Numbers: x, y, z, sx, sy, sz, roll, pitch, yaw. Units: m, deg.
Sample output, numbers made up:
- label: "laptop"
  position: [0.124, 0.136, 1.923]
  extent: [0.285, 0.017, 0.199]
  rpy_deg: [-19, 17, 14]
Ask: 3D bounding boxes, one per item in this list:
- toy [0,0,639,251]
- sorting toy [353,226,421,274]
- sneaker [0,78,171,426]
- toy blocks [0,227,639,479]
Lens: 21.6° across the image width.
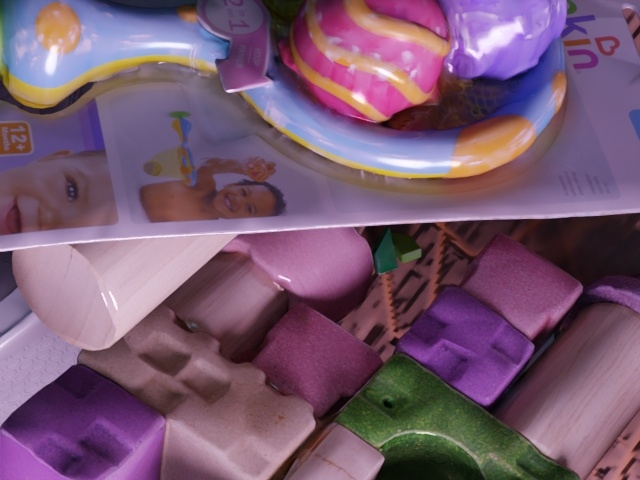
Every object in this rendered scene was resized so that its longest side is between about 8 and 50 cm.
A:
- label: "toy"
  position: [0.005, -0.070, 0.498]
  extent: [0.237, 0.056, 0.137]
  rpy_deg: [-6, 56, -14]
- label: "sorting toy"
  position: [0.000, 0.000, 0.719]
  extent: [0.083, 0.012, 0.062]
  rpy_deg: [29, 89, 16]
- label: "sneaker"
  position: [-0.155, 0.000, 0.718]
  extent: [0.295, 0.104, 0.147]
  rpy_deg: [-42, 65, 15]
- label: "toy blocks"
  position: [0.057, 0.082, 0.625]
  extent: [0.288, 0.260, 0.309]
  rpy_deg: [34, 139, 15]
